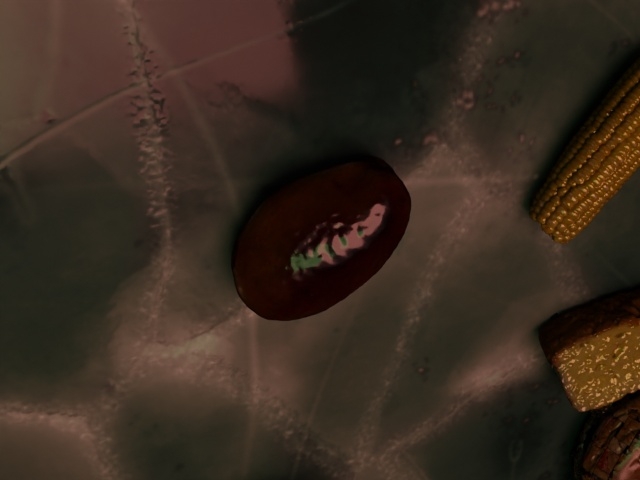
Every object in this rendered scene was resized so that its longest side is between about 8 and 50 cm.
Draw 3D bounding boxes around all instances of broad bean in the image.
[{"bbox_3d":[0.000,0.000,0.734,0.165,0.084,0.114,-29,104,1],"label":"broad bean"}]

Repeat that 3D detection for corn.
[{"bbox_3d":[0.268,-0.089,0.803,0.067,0.067,0.206,28,104,-29],"label":"corn"}]

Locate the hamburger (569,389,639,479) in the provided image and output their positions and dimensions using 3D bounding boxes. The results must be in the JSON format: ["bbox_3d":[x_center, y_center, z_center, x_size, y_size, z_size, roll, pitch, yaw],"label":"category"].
[{"bbox_3d":[0.394,0.243,0.989,0.231,0.106,0.230,-5,117,-11],"label":"hamburger"}]

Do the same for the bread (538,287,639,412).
[{"bbox_3d":[0.312,0.110,0.915,0.188,0.065,0.103,-21,121,-12],"label":"bread"}]
